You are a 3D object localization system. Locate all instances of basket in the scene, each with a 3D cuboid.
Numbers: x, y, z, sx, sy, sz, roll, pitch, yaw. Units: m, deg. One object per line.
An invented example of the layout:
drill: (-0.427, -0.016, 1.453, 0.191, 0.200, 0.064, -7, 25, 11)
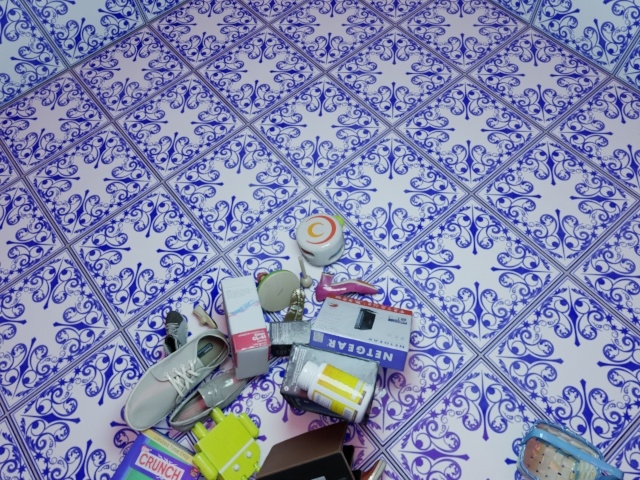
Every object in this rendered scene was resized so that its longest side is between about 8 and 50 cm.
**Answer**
basket: (0.745, 0.677, 1.479, 0.254, 0.289, 0.201, 27, 68, 15)

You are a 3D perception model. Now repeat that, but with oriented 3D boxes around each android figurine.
android figurine: (-0.312, 0.705, 1.619, 0.273, 0.056, 0.248, 48, 41, 10)

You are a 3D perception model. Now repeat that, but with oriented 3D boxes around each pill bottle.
pill bottle: (0.042, 0.443, 1.418, 0.214, 0.117, 0.117, 23, 67, 14)

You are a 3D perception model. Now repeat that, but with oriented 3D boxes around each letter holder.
letter holder: (-0.026, 0.744, 1.572, 0.301, 0.214, 0.152, -23, 94, 12)

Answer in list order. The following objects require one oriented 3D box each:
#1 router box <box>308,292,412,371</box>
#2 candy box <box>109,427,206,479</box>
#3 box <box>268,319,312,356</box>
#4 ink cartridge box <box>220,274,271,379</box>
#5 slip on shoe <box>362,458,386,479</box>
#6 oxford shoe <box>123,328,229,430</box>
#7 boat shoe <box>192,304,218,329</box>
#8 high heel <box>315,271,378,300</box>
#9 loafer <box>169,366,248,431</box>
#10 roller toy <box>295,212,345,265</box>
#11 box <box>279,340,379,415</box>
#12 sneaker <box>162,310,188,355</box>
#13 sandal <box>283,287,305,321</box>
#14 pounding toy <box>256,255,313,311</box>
router box: (0.155, 0.319, 1.719, 0.335, 0.082, 0.301, 11, 20, 9)
candy box: (-0.559, 0.838, 1.595, 0.268, 0.122, 0.317, 23, 66, 15)
box: (-0.107, 0.366, 1.772, 0.158, 0.156, 0.093, -1, 62, -1)
ink cartridge box: (-0.276, 0.315, 1.744, 0.131, 0.226, 0.306, -8, 52, -14)
slip on shoe: (0.080, 0.825, 1.559, 0.331, 0.123, 0.101, -37, 62, -8)
oxford shoe: (-0.498, 0.479, 1.694, 0.449, 0.130, 0.169, -42, 107, -33)
boat shoe: (-0.459, 0.313, 1.894, 0.045, 0.050, 0.135, -44, 58, -13)
high heel: (0.103, 0.209, 1.900, 0.243, 0.082, 0.117, 13, 97, -4)
loafer: (-0.399, 0.569, 1.722, 0.319, 0.111, 0.112, -39, 67, -15)
roller toy: (0.000, 0.000, 1.957, 0.209, 0.146, 0.191, -6, 54, 8)
box: (0.038, 0.495, 1.622, 0.293, 0.296, 0.183, 10, 64, 9)
sneaker: (-0.561, 0.359, 1.829, 0.086, 0.132, 0.229, -19, 64, -5)
sandal: (-0.100, 0.276, 1.877, 0.072, 0.049, 0.180, 14, 83, -4)
pounding toy: (-0.163, 0.162, 1.897, 0.236, 0.183, 0.110, -34, 40, -12)
